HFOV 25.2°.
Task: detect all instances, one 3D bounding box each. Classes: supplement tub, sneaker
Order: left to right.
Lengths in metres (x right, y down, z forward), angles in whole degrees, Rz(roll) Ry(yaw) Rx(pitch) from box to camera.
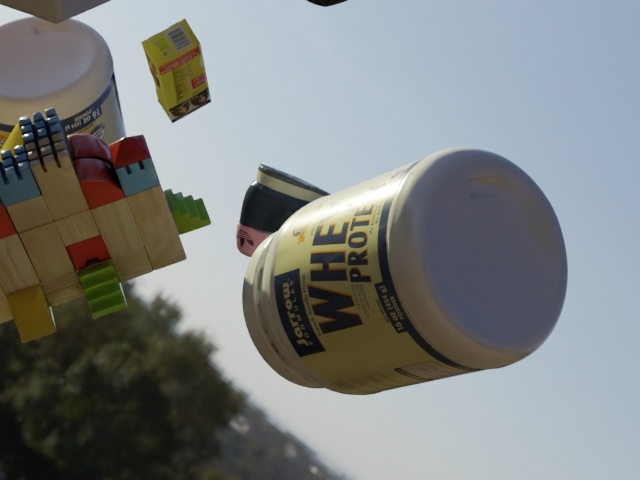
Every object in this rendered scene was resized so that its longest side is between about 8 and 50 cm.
[{"bbox_3d":[-0.417,-0.167,2.226,0.228,0.228,0.316,32,-32,27],"label":"supplement tub"},{"bbox_3d":[0.000,0.000,2.007,0.319,0.131,0.112,25,1,-43],"label":"sneaker"},{"bbox_3d":[0.084,0.045,1.578,0.235,0.235,0.325,42,-34,-21],"label":"supplement tub"}]

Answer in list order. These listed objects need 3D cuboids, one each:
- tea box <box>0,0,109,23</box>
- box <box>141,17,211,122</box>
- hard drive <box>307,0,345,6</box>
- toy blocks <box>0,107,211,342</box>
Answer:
[{"bbox_3d":[-0.244,-0.379,1.051,0.323,0.220,0.329,23,-51,28],"label":"tea box"},{"bbox_3d":[-0.238,-0.282,2.401,0.058,0.087,0.232,57,-11,16],"label":"box"},{"bbox_3d":[-0.047,-0.459,2.301,0.172,0.054,0.255,50,-3,-29],"label":"hard drive"},{"bbox_3d":[-0.348,-0.046,1.850,0.261,0.381,0.191,77,-8,-46],"label":"toy blocks"}]
